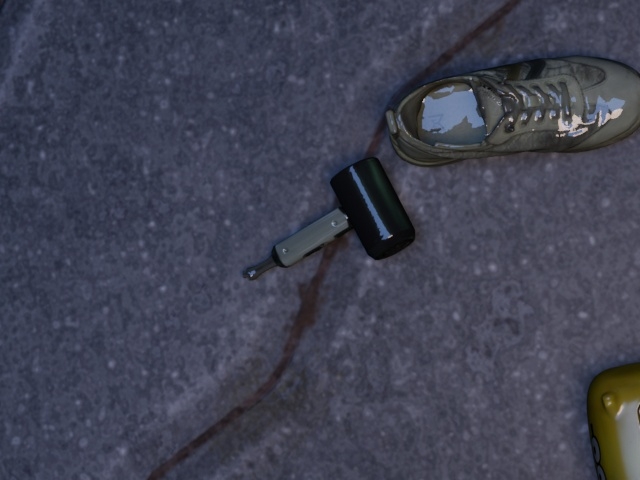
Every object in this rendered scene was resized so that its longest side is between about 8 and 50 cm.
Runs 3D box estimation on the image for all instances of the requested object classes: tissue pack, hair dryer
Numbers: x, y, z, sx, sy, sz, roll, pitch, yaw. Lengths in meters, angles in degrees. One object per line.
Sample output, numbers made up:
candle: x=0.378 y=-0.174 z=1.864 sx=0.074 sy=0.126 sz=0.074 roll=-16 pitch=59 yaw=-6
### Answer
tissue pack: x=0.324 y=0.204 z=1.543 sx=0.123 sy=0.127 sz=0.178 roll=-12 pitch=81 yaw=13
hair dryer: x=0.000 y=0.000 z=1.711 sx=0.198 sy=0.057 sz=0.100 roll=-30 pitch=76 yaw=21

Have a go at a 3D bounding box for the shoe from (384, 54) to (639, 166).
shoe: x=0.195 y=-0.132 z=1.636 sx=0.275 sy=0.098 sz=0.103 roll=-11 pitch=85 yaw=14
